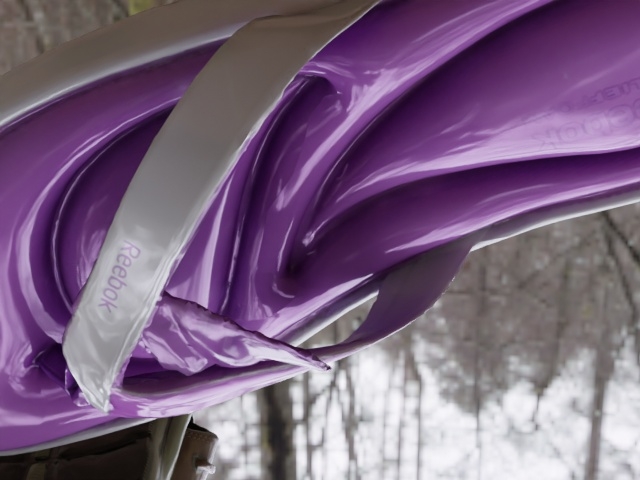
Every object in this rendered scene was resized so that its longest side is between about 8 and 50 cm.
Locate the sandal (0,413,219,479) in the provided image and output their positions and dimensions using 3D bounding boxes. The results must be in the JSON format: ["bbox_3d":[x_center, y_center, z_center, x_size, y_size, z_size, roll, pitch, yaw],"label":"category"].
[{"bbox_3d":[-0.109,0.112,0.712,0.120,0.086,0.303,-3,-155,15],"label":"sandal"}]

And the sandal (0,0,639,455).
[{"bbox_3d":[-0.008,-0.010,0.479,0.416,0.169,0.102,-27,-142,17],"label":"sandal"}]
